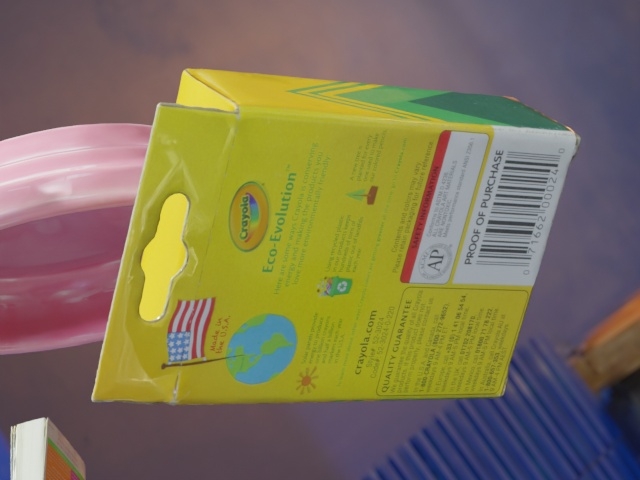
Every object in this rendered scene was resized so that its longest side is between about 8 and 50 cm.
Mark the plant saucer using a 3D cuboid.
[{"bbox_3d":[-0.198,-0.002,1.422,0.332,0.084,0.332,-12,-19,-4],"label":"plant saucer"}]

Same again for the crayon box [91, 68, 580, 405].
[{"bbox_3d":[0.000,0.000,1.175,0.318,0.081,0.202,3,-69,-34],"label":"crayon box"}]

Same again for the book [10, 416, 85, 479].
[{"bbox_3d":[-0.225,0.236,1.527,0.035,0.144,0.096,-15,-37,14],"label":"book"}]
